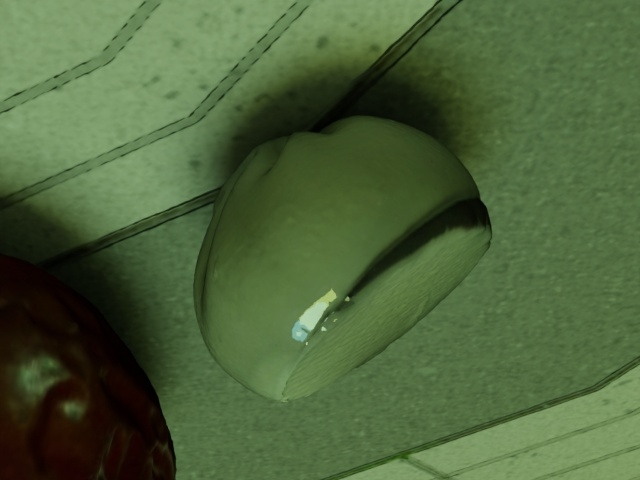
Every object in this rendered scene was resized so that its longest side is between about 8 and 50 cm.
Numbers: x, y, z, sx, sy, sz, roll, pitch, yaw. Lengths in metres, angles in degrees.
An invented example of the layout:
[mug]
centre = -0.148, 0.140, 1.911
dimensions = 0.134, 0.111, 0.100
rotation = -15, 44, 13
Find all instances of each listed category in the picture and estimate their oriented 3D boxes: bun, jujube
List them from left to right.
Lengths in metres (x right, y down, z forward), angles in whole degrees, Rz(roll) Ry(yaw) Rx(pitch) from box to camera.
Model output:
[jujube]
centre = -0.207, 0.128, 0.772
dimensions = 0.223, 0.223, 0.318
rotation = -17, 151, 10
[bun]
centre = 0.000, 0.000, 0.703
dimensions = 0.173, 0.120, 0.173
rotation = -38, 164, -13
